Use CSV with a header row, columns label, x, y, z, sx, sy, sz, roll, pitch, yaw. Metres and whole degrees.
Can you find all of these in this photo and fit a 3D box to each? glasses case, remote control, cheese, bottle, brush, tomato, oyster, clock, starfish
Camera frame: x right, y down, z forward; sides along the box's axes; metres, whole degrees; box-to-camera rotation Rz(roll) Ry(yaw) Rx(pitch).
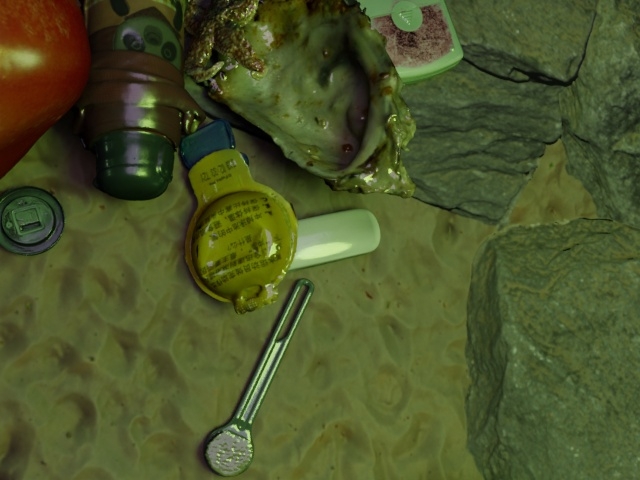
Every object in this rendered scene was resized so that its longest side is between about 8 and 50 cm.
label,x,y,z,sx,sy,sz,roll,pitch,yaw
glasses case,0.000,0.000,0.962,0.164,0.041,0.063,-13,84,-17
remote control,0.087,-0.390,1.055,0.145,0.050,0.344,-16,85,-18
cheese,-0.109,-0.033,0.914,0.156,0.064,0.250,-22,75,14
bottle,-0.216,-0.182,0.883,0.156,0.143,0.272,-5,78,9
brush,-0.069,0.164,0.920,0.062,0.027,0.266,27,73,-9
tomato,-0.401,-0.185,0.741,0.325,0.290,0.293,-42,84,20
oyster,0.016,-0.200,0.941,0.361,0.096,0.221,40,95,22
clock,-0.347,-0.023,0.879,0.085,0.017,0.085,3,79,-16
starfish,-0.124,-0.274,0.949,0.150,0.053,0.210,-45,61,12
